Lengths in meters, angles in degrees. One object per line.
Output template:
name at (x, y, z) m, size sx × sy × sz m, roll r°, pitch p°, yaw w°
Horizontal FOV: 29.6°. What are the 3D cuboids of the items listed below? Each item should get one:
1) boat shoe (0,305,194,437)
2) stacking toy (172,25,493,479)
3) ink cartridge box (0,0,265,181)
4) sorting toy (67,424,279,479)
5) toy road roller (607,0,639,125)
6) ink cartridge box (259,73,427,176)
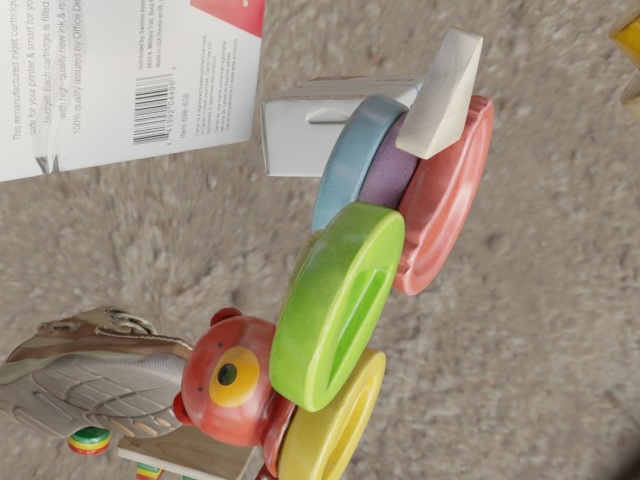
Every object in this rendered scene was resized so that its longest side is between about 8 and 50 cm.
boat shoe at (-0.213, 0.115, 1.177) m, size 0.123 × 0.324 × 0.116 m, roll 47°, pitch 55°, yaw -29°
stacking toy at (0.000, 0.000, 0.829) m, size 0.130 × 0.279 × 0.309 m, roll 23°, pitch 70°, yaw 15°
ink cartridge box at (-0.186, -0.158, 0.863) m, size 0.273 × 0.114 × 0.197 m, roll -12°, pitch 133°, yaw -25°
sorting toy at (-0.127, 0.222, 1.312) m, size 0.274 × 0.132 × 0.046 m, roll 14°, pitch 120°, yaw 9°
toy road roller at (0.344, -0.137, 0.677) m, size 0.329 × 0.240 × 0.202 m, roll -42°, pitch 95°, yaw 12°
ink cartridge box at (0.030, -0.110, 1.140) m, size 0.127 × 0.175 × 0.072 m, roll 2°, pitch 105°, yaw 17°
